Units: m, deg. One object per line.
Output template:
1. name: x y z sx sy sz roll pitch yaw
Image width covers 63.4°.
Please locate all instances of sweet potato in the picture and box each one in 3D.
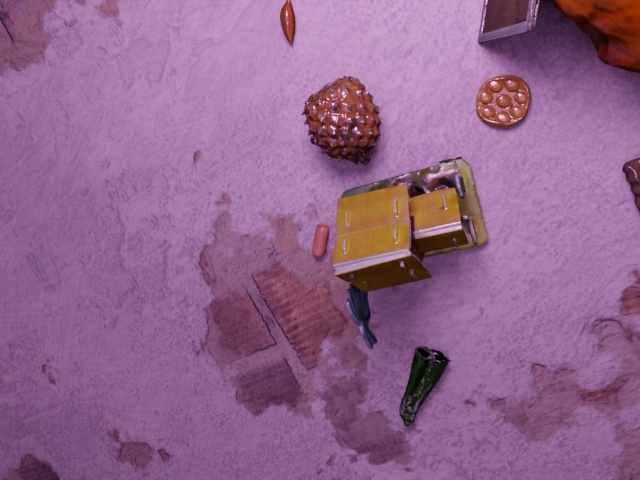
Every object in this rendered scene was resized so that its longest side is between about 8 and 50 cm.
1. sweet potato: -0.072 -0.484 1.146 0.034 0.034 0.095 0 103 18

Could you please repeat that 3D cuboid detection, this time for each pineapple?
1. pineapple: 0.054 -0.244 1.113 0.166 0.166 0.193 -25 107 22

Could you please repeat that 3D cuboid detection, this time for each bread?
1. bread: 0.375 -0.286 1.064 0.109 0.024 0.110 4 105 16

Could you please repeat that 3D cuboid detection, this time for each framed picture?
1. framed picture: 0.332 -0.467 0.888 0.018 0.293 0.231 5 108 1

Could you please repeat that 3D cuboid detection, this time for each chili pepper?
1. chili pepper: 0.246 0.372 1.279 0.088 0.059 0.227 16 112 8

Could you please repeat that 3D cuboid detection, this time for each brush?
1. brush: 0.677 -0.025 1.022 0.084 0.071 0.301 -15 101 33

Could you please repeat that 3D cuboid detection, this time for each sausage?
1. sausage: 0.000 0.000 1.262 0.034 0.034 0.084 16 110 13

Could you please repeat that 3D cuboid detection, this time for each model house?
1. model house: 0.183 0.044 1.059 0.300 0.323 0.341 -13 101 21

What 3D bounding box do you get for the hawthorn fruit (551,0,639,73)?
1. hawthorn fruit: 0.565 -0.471 0.753 0.470 0.472 0.473 5 107 16
